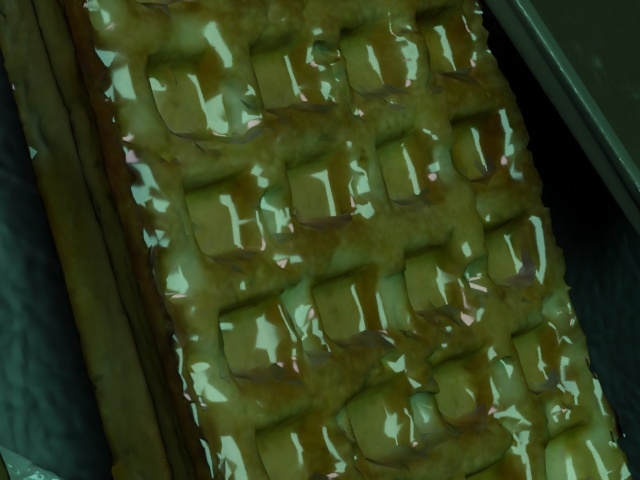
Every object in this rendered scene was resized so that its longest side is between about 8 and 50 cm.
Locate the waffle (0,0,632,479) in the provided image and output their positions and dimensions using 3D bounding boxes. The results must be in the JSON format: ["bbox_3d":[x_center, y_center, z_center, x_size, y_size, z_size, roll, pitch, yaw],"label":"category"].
[{"bbox_3d":[-0.001,0.000,0.538,0.212,0.091,0.308,-15,89,-38],"label":"waffle"}]

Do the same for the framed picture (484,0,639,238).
[{"bbox_3d":[0.180,-0.129,0.644,0.189,0.023,0.260,53,51,-16],"label":"framed picture"}]

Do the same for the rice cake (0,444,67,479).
[{"bbox_3d":[-0.141,0.134,0.501,0.211,0.038,0.124,37,70,-16],"label":"rice cake"}]

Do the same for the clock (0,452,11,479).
[{"bbox_3d":[-0.158,0.105,0.347,0.170,0.232,0.069,-28,96,-24],"label":"clock"}]
